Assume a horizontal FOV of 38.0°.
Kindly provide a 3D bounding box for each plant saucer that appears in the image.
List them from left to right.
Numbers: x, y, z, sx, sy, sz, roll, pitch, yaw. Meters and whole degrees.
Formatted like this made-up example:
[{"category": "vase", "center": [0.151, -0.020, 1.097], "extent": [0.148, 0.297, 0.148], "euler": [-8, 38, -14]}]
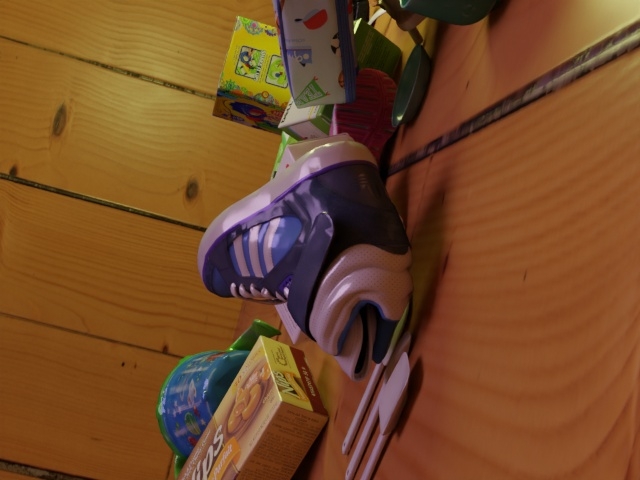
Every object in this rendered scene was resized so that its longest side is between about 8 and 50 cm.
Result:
[{"category": "plant saucer", "center": [0.127, -0.211, 1.277], "extent": [0.119, 0.021, 0.119], "euler": [-165, 90, -83]}]

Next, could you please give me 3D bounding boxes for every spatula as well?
[{"category": "spatula", "center": [0.058, 0.191, 1.022], "extent": [0.168, 0.019, 0.242], "euler": [-90, 17, -59]}, {"category": "spatula", "center": [0.106, -0.413, 1.736], "extent": [0.296, 0.030, 0.084], "euler": [129, 156, -59]}]

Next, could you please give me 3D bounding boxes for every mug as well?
[{"category": "mug", "center": [0.150, -0.285, 0.977], "extent": [0.129, 0.097, 0.157], "euler": [114, 167, -47]}]

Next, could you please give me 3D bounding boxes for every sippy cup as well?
[{"category": "sippy cup", "center": [-0.170, 0.306, 1.744], "extent": [0.224, 0.240, 0.305], "euler": [144, 119, -62]}]

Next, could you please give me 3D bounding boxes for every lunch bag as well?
[{"category": "lunch bag", "center": [-0.012, -0.326, 1.321], "extent": [0.303, 0.115, 0.243], "euler": [-97, -2, -60]}]

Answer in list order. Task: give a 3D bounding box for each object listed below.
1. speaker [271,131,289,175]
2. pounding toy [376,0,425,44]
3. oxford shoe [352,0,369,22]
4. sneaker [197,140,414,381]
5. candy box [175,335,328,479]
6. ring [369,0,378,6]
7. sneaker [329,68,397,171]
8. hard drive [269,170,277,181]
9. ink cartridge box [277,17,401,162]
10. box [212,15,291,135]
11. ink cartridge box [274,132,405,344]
[{"category": "speaker", "center": [-0.051, -0.101, 1.950], "extent": [0.131, 0.131, 0.296], "euler": [-120, 46, -79]}, {"category": "pounding toy", "center": [0.145, -0.370, 1.284], "extent": [0.154, 0.155, 0.269], "euler": [-44, 27, 13]}, {"category": "oxford shoe", "center": [0.063, -0.407, 1.959], "extent": [0.096, 0.083, 0.227], "euler": [-28, -43, -75]}, {"category": "sneaker", "center": [-0.023, 0.062, 1.047], "extent": [0.323, 0.130, 0.236], "euler": [-38, 56, 41]}, {"category": "candy box", "center": [-0.115, 0.326, 1.407], "extent": [0.316, 0.088, 0.183], "euler": [-60, 23, 17]}, {"category": "ring", "center": [0.161, -0.543, 1.535], "extent": [0.336, 0.032, 0.336], "euler": [-161, 90, -79]}, {"category": "sneaker", "center": [0.048, -0.134, 1.392], "extent": [0.111, 0.103, 0.252], "euler": [146, 139, -76]}, {"category": "hard drive", "center": [-0.103, -0.057, 1.829], "extent": [0.094, 0.022, 0.135], "euler": [113, 170, -60]}, {"category": "ink cartridge box", "center": [-0.004, -0.241, 1.558], "extent": [0.255, 0.097, 0.188], "euler": [-5, 58, 55]}, {"category": "box", "center": [-0.094, -0.366, 2.181], "extent": [0.290, 0.279, 0.177], "euler": [151, 134, -80]}, {"category": "ink cartridge box", "center": [0.000, 0.000, 1.244], "extent": [0.172, 0.100, 0.237], "euler": [61, 148, 27]}]
